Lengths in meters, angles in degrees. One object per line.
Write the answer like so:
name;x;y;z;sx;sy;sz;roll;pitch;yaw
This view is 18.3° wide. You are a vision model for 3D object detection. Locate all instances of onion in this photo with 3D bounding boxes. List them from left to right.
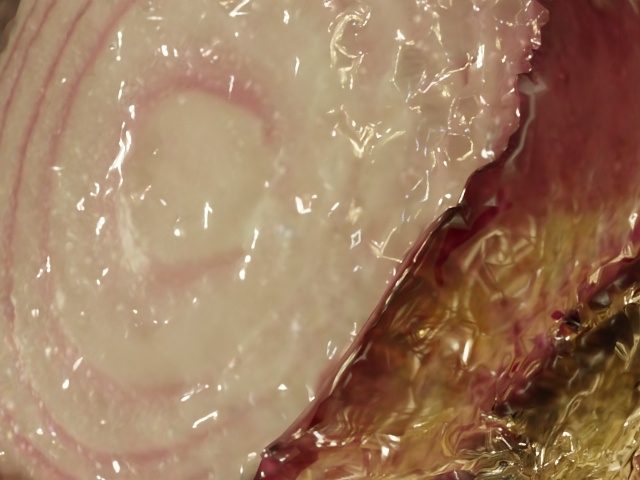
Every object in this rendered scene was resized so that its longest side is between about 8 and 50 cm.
onion;0.010;0.004;0.421;0.201;0.201;0.207;26;-111;-33
